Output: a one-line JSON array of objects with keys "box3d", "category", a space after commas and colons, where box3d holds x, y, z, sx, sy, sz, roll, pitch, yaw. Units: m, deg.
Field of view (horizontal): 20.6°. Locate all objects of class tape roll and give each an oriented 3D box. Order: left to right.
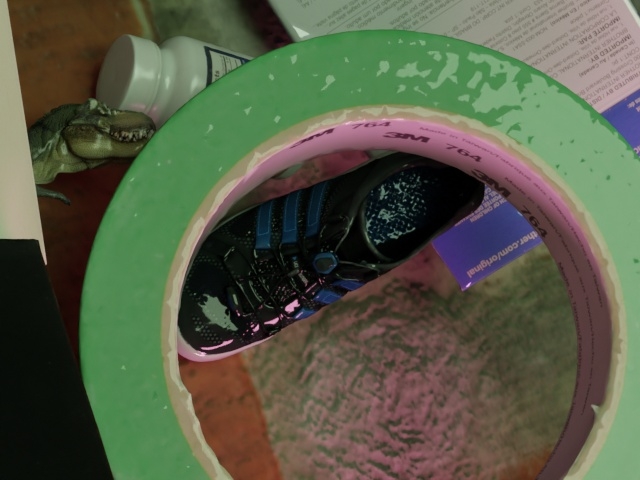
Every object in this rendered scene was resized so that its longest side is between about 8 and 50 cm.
[{"box3d": [0.035, 0.053, 0.923, 0.321, 0.077, 0.321, 1, 80, -7], "category": "tape roll"}]

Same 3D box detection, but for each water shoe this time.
[{"box3d": [0.000, 0.000, 1.005, 0.203, 0.080, 0.073, -32, 98, -15], "category": "water shoe"}]

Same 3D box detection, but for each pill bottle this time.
[{"box3d": [-0.065, -0.079, 1.015, 0.120, 0.067, 0.067, 14, 70, -31], "category": "pill bottle"}]

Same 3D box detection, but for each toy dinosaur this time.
[{"box3d": [-0.207, -0.004, 0.910, 0.268, 0.064, 0.118, -11, 81, -31], "category": "toy dinosaur"}]

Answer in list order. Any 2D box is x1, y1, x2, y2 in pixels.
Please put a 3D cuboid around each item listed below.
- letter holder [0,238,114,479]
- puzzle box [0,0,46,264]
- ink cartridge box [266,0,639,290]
[{"box3d": [-0.276, 0.125, 0.779, 0.302, 0.214, 0.152, -1, 51, -30], "category": "letter holder"}, {"box3d": [-0.296, -0.165, 0.852, 0.272, 0.052, 0.409, -4, 77, -25], "category": "puzzle box"}, {"box3d": [0.078, -0.146, 1.075, 0.186, 0.065, 0.311, -33, 97, 6], "category": "ink cartridge box"}]
